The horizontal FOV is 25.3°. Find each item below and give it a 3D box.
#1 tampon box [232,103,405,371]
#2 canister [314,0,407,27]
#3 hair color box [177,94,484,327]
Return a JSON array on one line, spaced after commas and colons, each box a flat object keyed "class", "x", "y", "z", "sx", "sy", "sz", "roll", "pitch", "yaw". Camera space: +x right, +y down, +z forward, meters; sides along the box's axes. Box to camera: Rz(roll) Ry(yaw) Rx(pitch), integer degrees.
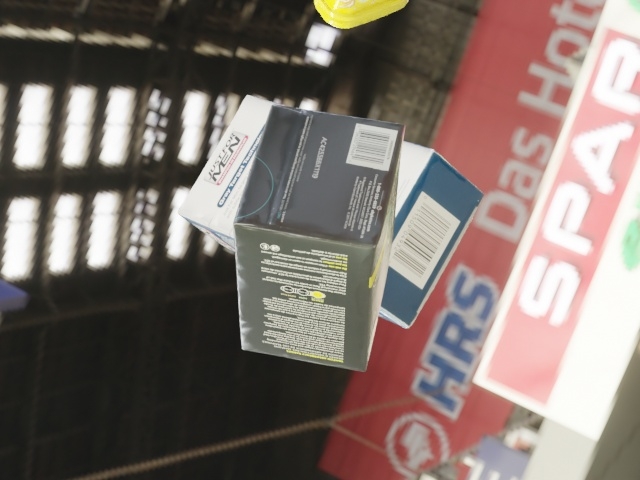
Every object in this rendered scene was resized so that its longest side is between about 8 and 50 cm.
[{"class": "tampon box", "x": 0.000, "y": 0.000, "z": 1.062, "sx": 0.161, "sy": 0.101, "sz": 0.120, "roll": 91, "pitch": -169, "yaw": -54}, {"class": "canister", "x": 0.065, "y": -0.346, "z": 1.715, "sx": 0.126, "sy": 0.073, "sz": 0.170, "roll": -24, "pitch": -24, "yaw": -22}, {"class": "hair color box", "x": 0.003, "y": -0.041, "z": 1.614, "sx": 0.105, "sy": 0.347, "sz": 0.174, "roll": 36, "pitch": -99, "yaw": -40}]
